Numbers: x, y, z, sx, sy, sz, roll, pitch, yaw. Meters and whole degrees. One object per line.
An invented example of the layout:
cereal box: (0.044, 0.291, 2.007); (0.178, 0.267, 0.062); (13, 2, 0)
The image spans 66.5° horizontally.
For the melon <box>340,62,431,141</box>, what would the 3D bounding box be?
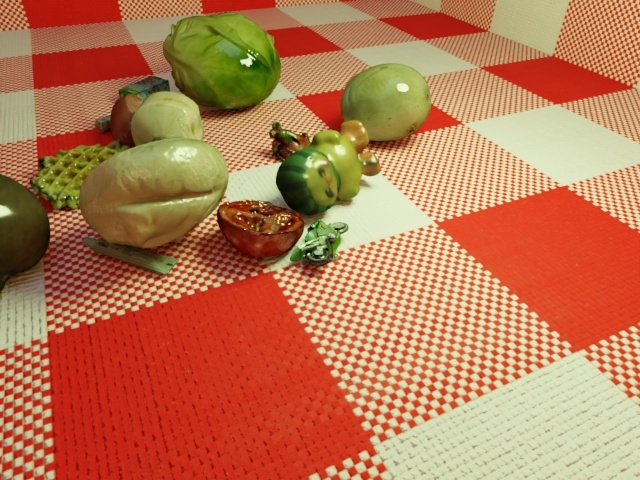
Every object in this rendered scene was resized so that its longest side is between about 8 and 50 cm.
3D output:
melon: (0.221, -0.477, 1.713); (0.330, 0.269, 0.268); (-1, 32, 34)

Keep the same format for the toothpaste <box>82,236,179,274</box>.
toothpaste: (-0.477, 0.033, 1.215); (0.255, 0.037, 0.067); (15, 34, 11)

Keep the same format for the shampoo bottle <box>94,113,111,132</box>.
shampoo bottle: (-0.735, -0.462, 1.823); (0.072, 0.049, 0.212); (2, 31, 44)

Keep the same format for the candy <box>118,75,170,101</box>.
candy: (-0.723, -0.615, 2.014); (0.097, 0.062, 0.194); (20, 41, 21)

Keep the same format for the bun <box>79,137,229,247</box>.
bun: (-0.389, -0.100, 1.184); (0.364, 0.220, 0.365); (-22, 2, 1)

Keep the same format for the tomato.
tomato: (-0.153, -0.022, 1.252); (0.227, 0.101, 0.228); (8, 25, -4)

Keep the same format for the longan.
longan: (-0.784, -0.021, 1.119); (0.300, 0.243, 0.301); (9, 67, -22)

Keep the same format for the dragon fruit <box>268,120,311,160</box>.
dragon fruit: (-0.100, -0.318, 1.634); (0.142, 0.175, 0.138); (-42, 37, -4)

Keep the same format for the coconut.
coconut: (-0.482, -0.351, 1.559); (0.241, 0.241, 0.241); (1, 38, -1)

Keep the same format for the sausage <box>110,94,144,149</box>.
sausage: (-0.654, -0.412, 1.697); (0.148, 0.148, 0.254); (-15, 44, -20)

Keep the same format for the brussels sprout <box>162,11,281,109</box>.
brussels sprout: (-0.345, -0.677, 1.878); (0.425, 0.343, 0.361); (-27, 45, -31)

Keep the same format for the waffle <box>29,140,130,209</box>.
waffle: (-0.707, -0.207, 1.487); (0.317, 0.073, 0.297); (-24, 45, -25)

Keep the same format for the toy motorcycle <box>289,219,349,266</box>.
toy motorcycle: (0.000, 0.000, 1.251); (0.106, 0.074, 0.190); (10, 37, 21)

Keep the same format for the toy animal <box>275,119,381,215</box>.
toy animal: (0.008, -0.200, 1.417); (0.191, 0.216, 0.338); (0, 32, 46)
